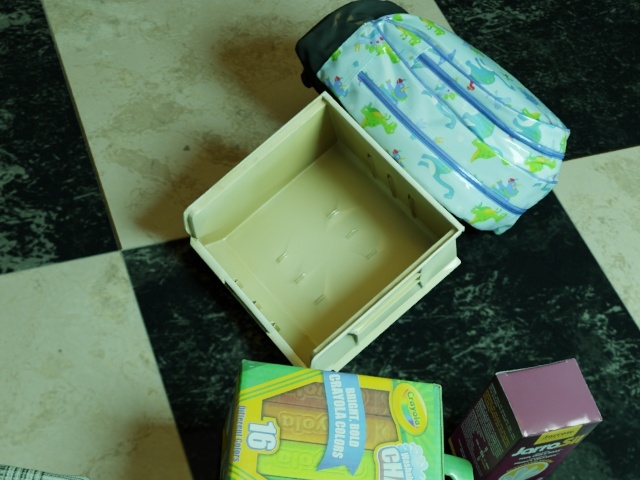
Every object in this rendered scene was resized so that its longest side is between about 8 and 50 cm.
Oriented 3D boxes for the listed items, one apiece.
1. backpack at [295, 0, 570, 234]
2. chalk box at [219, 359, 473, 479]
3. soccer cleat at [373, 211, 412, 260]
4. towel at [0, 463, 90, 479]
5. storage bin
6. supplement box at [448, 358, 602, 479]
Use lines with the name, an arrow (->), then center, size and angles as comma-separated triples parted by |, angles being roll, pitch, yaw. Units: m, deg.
backpack -> 0.174, -0.170, 1.336 | 0.273, 0.290, 0.355 | -33, 73, 18
chalk box -> 0.036, 0.263, 1.039 | 0.289, 0.179, 0.180 | 7, 54, -7
soccer cleat -> 0.097, -0.037, 1.335 | 0.095, 0.083, 0.248 | -17, 57, -28
towel -> -0.416, 0.367, 0.943 | 0.312, 0.056, 0.324 | 9, 54, -6
storage bin -> 0.000, 0.000, 1.210 | 0.260, 0.123, 0.262 | -41, 69, -6
supplement box -> 0.234, 0.223, 1.105 | 0.104, 0.188, 0.081 | -7, 57, -17
